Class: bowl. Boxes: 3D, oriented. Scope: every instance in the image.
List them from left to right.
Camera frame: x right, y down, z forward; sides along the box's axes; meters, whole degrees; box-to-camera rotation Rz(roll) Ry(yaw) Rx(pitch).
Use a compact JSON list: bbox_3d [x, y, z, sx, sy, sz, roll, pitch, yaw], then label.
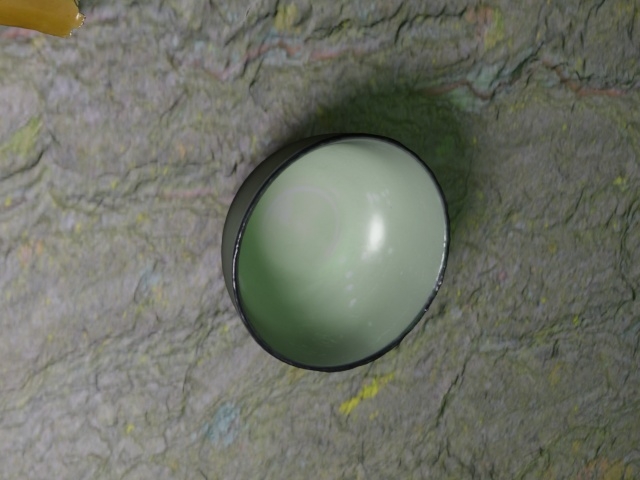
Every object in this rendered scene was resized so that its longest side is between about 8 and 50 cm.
[{"bbox_3d":[0.000,0.000,1.218,0.353,0.185,0.354,-9,110,-26],"label":"bowl"}]

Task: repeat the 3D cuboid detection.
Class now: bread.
[{"bbox_3d":[-0.367,-0.322,0.977,0.173,0.085,0.134,5,103,-30],"label":"bread"}]
